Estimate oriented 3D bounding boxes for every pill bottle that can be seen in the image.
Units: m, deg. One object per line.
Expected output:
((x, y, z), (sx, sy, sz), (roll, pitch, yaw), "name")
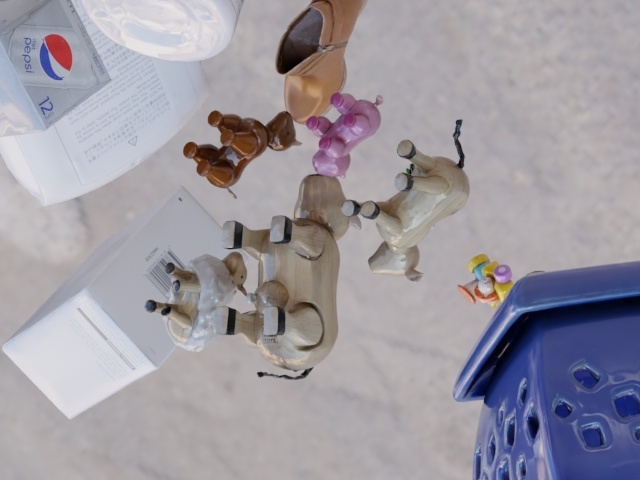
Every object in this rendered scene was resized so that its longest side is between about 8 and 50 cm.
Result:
((-0.130, -0.338, 1.823), (0.161, 0.283, 0.161), (12, 152, 6), "pill bottle")

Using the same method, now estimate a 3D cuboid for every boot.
((-0.016, -0.201, 2.014), (0.073, 0.152, 0.197), (25, 116, 10), "boot")

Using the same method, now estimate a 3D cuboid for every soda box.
((-0.321, -0.147, 1.594), (0.286, 0.091, 0.098), (-4, 120, 44), "soda box")

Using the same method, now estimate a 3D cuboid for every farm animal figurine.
((0.000, 0.000, 1.971), (0.330, 0.327, 0.172), (17, 179, 39), "farm animal figurine")

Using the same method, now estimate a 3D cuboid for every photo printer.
((-0.263, -0.201, 1.977), (0.107, 0.256, 0.307), (38, 157, 43), "photo printer")

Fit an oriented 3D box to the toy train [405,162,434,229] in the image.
((0.113, -0.048, 2.018), (0.017, 0.083, 0.023), (-25, 153, 29), "toy train")

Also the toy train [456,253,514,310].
((0.192, 0.080, 1.909), (0.125, 0.046, 0.166), (64, 174, -15), "toy train")

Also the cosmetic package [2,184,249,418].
((-0.246, 0.081, 2.275), (0.138, 0.224, 0.224), (49, 139, -11), "cosmetic package")

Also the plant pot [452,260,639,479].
((0.243, 0.143, 1.466), (0.236, 0.236, 0.212), (110, 150, -61), "plant pot")
